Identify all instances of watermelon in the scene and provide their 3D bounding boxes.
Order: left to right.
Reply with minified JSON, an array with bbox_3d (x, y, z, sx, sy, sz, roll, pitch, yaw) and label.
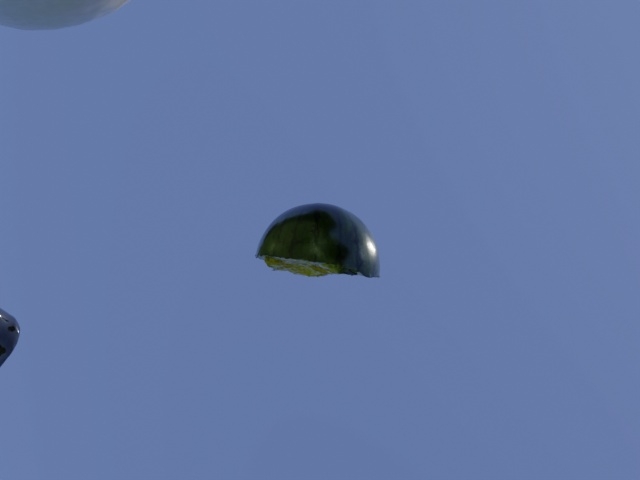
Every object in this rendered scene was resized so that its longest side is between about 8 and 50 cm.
[{"bbox_3d":[0.000,0.000,1.404,0.105,0.105,0.062,5,-92,50],"label":"watermelon"}]

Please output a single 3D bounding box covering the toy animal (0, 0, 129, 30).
[{"bbox_3d":[-0.170,-0.160,0.726,0.138,0.282,0.140,47,-72,14],"label":"toy animal"}]

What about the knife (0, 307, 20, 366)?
[{"bbox_3d":[-0.217,0.114,0.778,0.245,0.019,0.072,-49,-153,13],"label":"knife"}]
